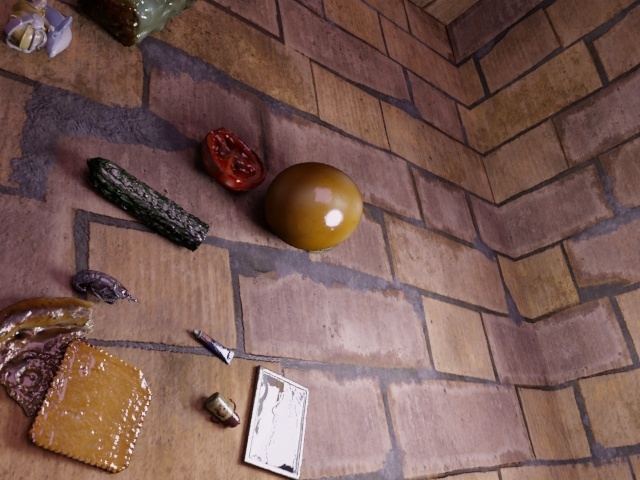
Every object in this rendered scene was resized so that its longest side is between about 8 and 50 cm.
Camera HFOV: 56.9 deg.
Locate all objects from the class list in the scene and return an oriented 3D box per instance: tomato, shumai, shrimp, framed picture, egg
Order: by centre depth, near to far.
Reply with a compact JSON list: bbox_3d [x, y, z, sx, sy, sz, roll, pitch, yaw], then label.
[{"bbox_3d":[-0.498,0.118,1.386,0.165,0.065,0.056,37,9,-23],"label":"shrimp"},{"bbox_3d":[-0.115,0.493,1.603,0.192,0.018,0.265,33,45,-31],"label":"framed picture"},{"bbox_3d":[-0.553,-0.748,1.731,0.324,0.397,0.323,29,76,-7],"label":"shumai"},{"bbox_3d":[-0.283,-0.235,1.823,0.228,0.101,0.228,34,37,-30],"label":"tomato"},{"bbox_3d":[-0.018,-0.109,1.879,0.351,0.283,0.282,-7,72,-49],"label":"egg"}]

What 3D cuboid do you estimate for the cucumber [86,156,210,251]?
[{"bbox_3d":[-0.459,-0.098,1.549,0.359,0.096,0.096,34,45,-25],"label":"cucumber"}]

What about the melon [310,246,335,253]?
[{"bbox_3d":[0.006,0.005,2.020,0.098,0.054,0.182,46,39,-7],"label":"melon"}]

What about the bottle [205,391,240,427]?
[{"bbox_3d":[-0.240,0.429,1.482,0.101,0.063,0.047,51,11,-15],"label":"bottle"}]

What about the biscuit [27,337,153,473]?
[{"bbox_3d":[-0.478,0.356,1.269,0.237,0.013,0.232,39,48,-34],"label":"biscuit"}]

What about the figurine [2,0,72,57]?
[{"bbox_3d":[-0.734,-0.557,1.521,0.184,0.128,0.208,-23,76,-49],"label":"figurine"}]

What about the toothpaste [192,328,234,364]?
[{"bbox_3d":[-0.282,0.276,1.557,0.140,0.021,0.037,43,46,-24],"label":"toothpaste"}]

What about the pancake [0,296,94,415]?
[{"bbox_3d":[-0.579,0.234,1.230,0.266,0.057,0.244,5,65,-48],"label":"pancake"}]
